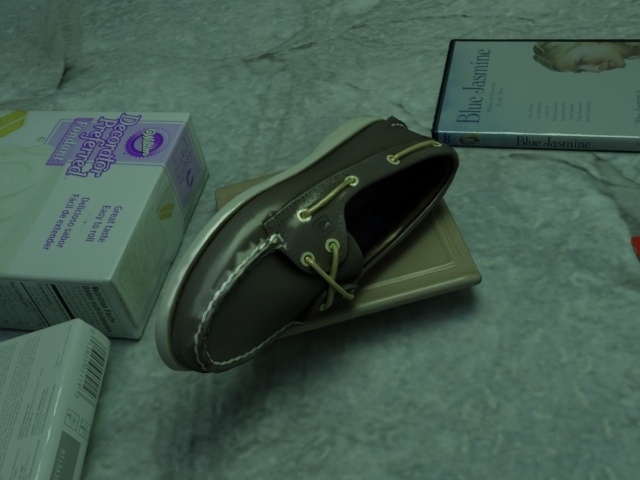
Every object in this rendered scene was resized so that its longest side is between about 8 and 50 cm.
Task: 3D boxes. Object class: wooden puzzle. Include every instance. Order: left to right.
[{"bbox_3d":[0.017,-0.003,0.810,0.221,0.044,0.238,-15,42,-2],"label":"wooden puzzle"}]

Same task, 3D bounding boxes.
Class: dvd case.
[{"bbox_3d":[0.261,-0.168,0.924,0.253,0.022,0.180,3,48,15],"label":"dvd case"}]

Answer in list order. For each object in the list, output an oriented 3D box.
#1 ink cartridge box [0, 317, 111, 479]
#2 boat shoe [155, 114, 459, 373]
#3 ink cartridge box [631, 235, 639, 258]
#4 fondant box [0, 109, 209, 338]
[{"bbox_3d":[-0.300,0.175,0.711,0.225,0.056,0.181,-19,44,20],"label":"ink cartridge box"},{"bbox_3d":[0.000,0.000,0.695,0.097,0.116,0.324,18,45,34],"label":"boat shoe"},{"bbox_3d":[0.381,0.021,0.707,0.179,0.045,0.145,-7,46,2],"label":"ink cartridge box"},{"bbox_3d":[-0.311,-0.029,0.860,0.331,0.096,0.238,4,48,13],"label":"fondant box"}]
